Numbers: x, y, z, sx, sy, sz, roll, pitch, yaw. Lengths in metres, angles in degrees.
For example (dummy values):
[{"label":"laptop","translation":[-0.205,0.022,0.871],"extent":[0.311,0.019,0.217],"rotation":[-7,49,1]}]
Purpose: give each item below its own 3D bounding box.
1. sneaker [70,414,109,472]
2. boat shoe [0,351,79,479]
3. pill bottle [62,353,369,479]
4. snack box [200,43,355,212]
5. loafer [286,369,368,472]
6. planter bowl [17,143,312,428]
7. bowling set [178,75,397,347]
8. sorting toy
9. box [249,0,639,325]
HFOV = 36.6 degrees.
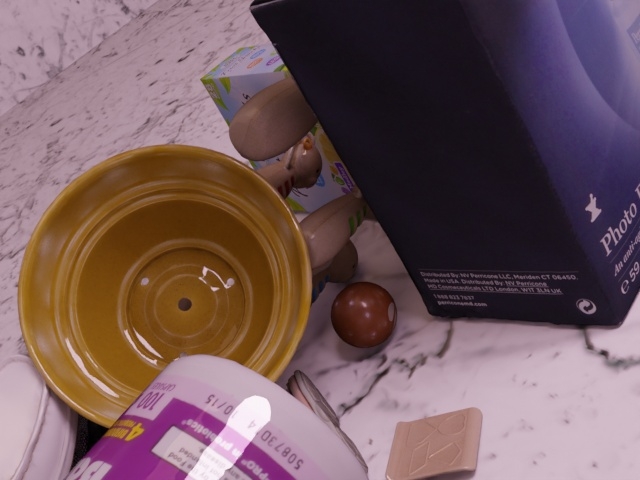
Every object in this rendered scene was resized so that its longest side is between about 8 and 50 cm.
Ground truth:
[{"label":"sneaker","translation":[-0.192,0.191,0.753],"extent":[0.153,0.101,0.268],"rotation":[2,45,44]},{"label":"boat shoe","translation":[-0.259,0.197,0.665],"extent":[0.098,0.096,0.277],"rotation":[11,68,26]},{"label":"pill bottle","translation":[-0.113,0.223,0.540],"extent":[0.169,0.169,0.301],"rotation":[1,41,48]},{"label":"snack box","translation":[-0.006,-0.111,0.971],"extent":[0.070,0.174,0.207],"rotation":[-43,27,-25]},{"label":"loafer","translation":[-0.007,0.138,0.707],"extent":[0.039,0.045,0.125],"rotation":[-41,30,0]},{"label":"planter bowl","translation":[-0.112,0.043,0.745],"extent":[0.217,0.217,0.090],"rotation":[-36,-13,-6]},{"label":"bowling set","translation":[0.000,0.000,0.837],"extent":[0.154,0.200,0.287],"rotation":[-41,-10,-43]},{"label":"sorting toy","translation":[0.074,0.146,0.638],"extent":[0.062,0.012,0.083],"rotation":[-14,29,24]},{"label":"box","translation":[0.153,-0.142,0.721],"extent":[0.183,0.294,0.296],"rotation":[-1,41,46]}]
